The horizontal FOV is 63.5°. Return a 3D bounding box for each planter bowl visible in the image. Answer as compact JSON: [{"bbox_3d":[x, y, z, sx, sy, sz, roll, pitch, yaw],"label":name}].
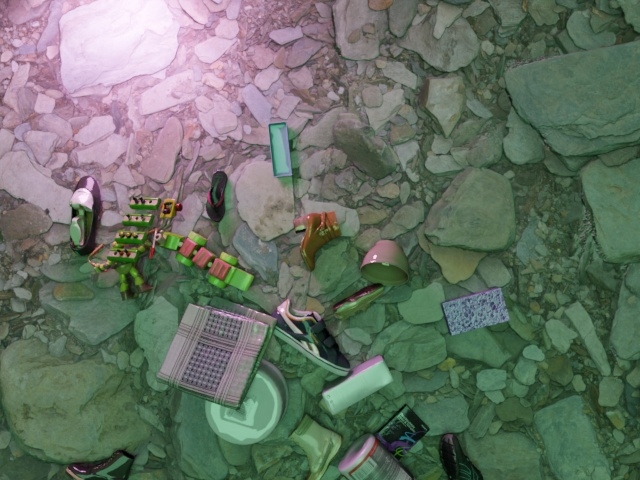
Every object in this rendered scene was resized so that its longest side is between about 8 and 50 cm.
[{"bbox_3d":[0.221,0.067,1.728,0.162,0.162,0.109,13,61,1],"label":"planter bowl"}]

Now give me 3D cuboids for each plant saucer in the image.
[{"bbox_3d":[-0.141,-0.317,1.807,0.067,0.018,0.191,-6,86,0],"label":"plant saucer"}]

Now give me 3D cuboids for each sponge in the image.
[{"bbox_3d":[0.528,0.243,1.768,0.210,0.031,0.117,-15,87,-1],"label":"sponge"}]

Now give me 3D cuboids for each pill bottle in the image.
[{"bbox_3d":[0.209,0.785,1.679,0.161,0.161,0.283,-44,88,-2],"label":"pill bottle"}]

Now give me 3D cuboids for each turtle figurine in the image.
[{"bbox_3d":[-0.649,0.081,1.755,0.270,0.087,0.217,-23,87,-1],"label":"turtle figurine"}]

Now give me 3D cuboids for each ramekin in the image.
[{"bbox_3d":[-0.246,0.532,1.707,0.278,0.135,0.277,0,88,0],"label":"ramekin"}]

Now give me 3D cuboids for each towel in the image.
[{"bbox_3d":[-0.334,0.346,1.668,0.312,0.056,0.324,13,65,19],"label":"towel"}]

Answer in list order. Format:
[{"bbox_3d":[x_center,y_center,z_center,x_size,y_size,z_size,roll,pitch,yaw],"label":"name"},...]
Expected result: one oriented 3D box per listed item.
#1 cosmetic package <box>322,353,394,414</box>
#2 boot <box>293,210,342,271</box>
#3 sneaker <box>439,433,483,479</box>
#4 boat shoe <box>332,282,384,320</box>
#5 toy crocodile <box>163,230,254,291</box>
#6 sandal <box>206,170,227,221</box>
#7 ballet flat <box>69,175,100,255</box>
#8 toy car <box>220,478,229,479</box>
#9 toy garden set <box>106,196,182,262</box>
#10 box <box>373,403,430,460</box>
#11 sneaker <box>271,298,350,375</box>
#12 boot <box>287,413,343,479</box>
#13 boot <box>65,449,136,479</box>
[{"bbox_3d":[0.123,0.476,1.718,0.231,0.117,0.085,-28,88,0],"label":"cosmetic package"},{"bbox_3d":[0.000,0.000,1.765,0.153,0.073,0.197,-13,90,-4],"label":"boot"},{"bbox_3d":[0.474,0.772,1.725,0.106,0.101,0.267,-12,89,-20],"label":"sneaker"},{"bbox_3d":[0.139,0.213,1.762,0.190,0.068,0.072,-28,100,9],"label":"boat shoe"},{"bbox_3d":[-0.384,0.067,1.745,0.341,0.105,0.115,32,88,1],"label":"toy crocodile"},{"bbox_3d":[-0.361,-0.156,1.788,0.067,0.040,0.179,6,87,0],"label":"sandal"},{"bbox_3d":[-0.806,-0.088,1.760,0.095,0.096,0.280,-1,87,1],"label":"ballet flat"},{"bbox_3d":[-0.398,0.880,1.732,0.225,0.053,0.239,-30,88,-1],"label":"toy car"},{"bbox_3d":[-0.582,-0.045,1.705,0.204,0.049,0.244,3,62,18],"label":"toy garden set"},{"bbox_3d":[0.273,0.652,1.751,0.162,0.029,0.116,-44,88,-3],"label":"box"},{"bbox_3d":[-0.020,0.319,1.721,0.321,0.126,0.127,33,94,3],"label":"sneaker"},{"bbox_3d":[-0.044,0.708,1.727,0.165,0.077,0.213,33,83,1],"label":"boot"},{"bbox_3d":[-0.733,0.752,1.738,0.198,0.077,0.137,25,83,-12],"label":"boot"}]
